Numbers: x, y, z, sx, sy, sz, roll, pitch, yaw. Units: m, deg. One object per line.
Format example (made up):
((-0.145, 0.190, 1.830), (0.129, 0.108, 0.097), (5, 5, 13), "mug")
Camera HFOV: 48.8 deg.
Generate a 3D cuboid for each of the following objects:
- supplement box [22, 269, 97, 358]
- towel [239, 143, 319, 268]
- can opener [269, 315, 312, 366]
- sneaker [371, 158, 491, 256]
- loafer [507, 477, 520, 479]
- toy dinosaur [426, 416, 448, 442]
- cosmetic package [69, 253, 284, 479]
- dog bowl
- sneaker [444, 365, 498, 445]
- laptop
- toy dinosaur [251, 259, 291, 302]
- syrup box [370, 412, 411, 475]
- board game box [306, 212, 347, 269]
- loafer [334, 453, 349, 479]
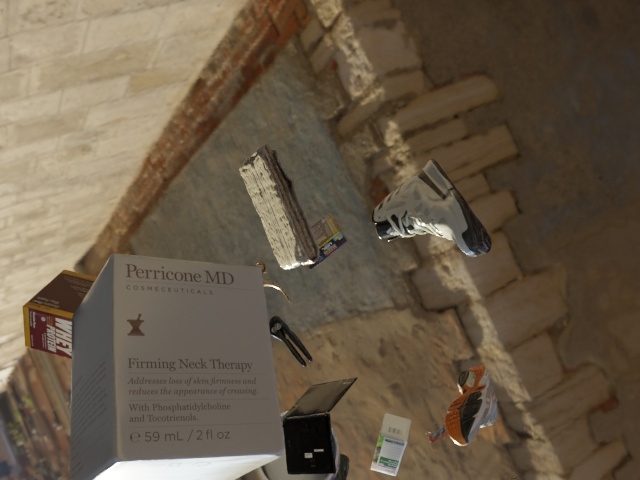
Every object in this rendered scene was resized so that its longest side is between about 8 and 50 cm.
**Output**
((-0.632, 0.195, 1.834), (0.191, 0.129, 0.194), (13, -152, 7), "supplement box")
((-0.095, -0.072, 1.609), (0.049, 0.282, 0.187), (-23, -178, -23), "towel")
((-0.091, 0.303, 2.139), (0.059, 0.186, 0.073), (-50, 161, 11), "can opener")
((0.296, -0.037, 1.962), (0.257, 0.169, 0.447), (-36, -152, 11), "sneaker")
((0.377, 0.549, 1.456), (0.125, 0.039, 0.045), (-48, -153, -18), "loafer")
((0.323, 0.508, 1.872), (0.090, 0.047, 0.082), (15, -135, 25), "toy dinosaur")
((-0.308, 0.281, 1.433), (0.329, 0.393, 0.327), (7, 149, -30), "cosmetic package")
((-0.069, 0.681, 2.247), (0.265, 0.265, 0.104), (-24, 151, -7), "dog bowl")
((0.379, 0.413, 1.682), (0.099, 0.121, 0.262), (-27, -168, 33), "sneaker")
((0.004, 0.565, 2.142), (0.137, 0.264, 0.234), (5, 162, -38), "laptop")
((-0.191, 0.126, 2.218), (0.211, 0.112, 0.064), (5, -156, -14), "toy dinosaur")
((0.241, 0.702, 2.417), (0.096, 0.093, 0.237), (-68, 169, -46), "syrup box")
((0.000, 0.000, 2.130), (0.141, 0.048, 0.170), (-38, -158, 6), "board game box")
((0.056, 0.873, 2.542), (0.076, 0.078, 0.223), (-48, -155, 39), "loafer")
